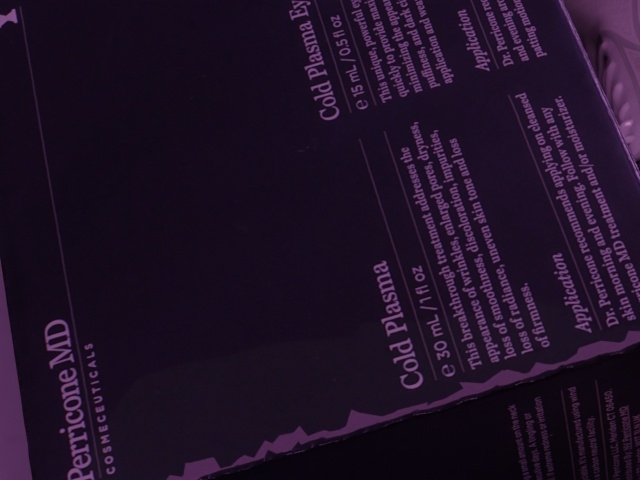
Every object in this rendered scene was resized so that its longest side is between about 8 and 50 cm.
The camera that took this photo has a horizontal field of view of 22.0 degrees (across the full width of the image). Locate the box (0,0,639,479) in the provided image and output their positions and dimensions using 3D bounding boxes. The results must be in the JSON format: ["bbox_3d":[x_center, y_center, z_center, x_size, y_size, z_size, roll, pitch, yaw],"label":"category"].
[{"bbox_3d":[0.000,0.000,0.887,0.312,0.179,0.343,-16,54,0],"label":"box"}]

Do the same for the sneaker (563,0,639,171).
[{"bbox_3d":[0.208,-0.077,0.954,0.118,0.110,0.292,-30,45,-10],"label":"sneaker"}]
